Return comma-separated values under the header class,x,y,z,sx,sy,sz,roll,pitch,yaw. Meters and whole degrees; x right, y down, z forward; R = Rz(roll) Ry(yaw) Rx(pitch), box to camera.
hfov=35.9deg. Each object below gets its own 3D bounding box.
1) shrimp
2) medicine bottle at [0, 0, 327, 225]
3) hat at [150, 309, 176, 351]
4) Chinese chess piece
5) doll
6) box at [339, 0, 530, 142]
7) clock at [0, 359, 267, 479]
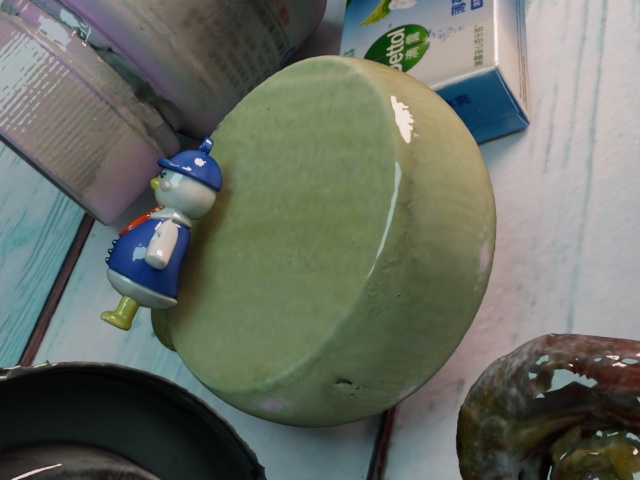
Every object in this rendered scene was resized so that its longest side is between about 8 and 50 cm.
class,x,y,z,sx,sy,sz,roll,pitch,yaw
shrimp,0.222,0.095,0.450,0.343,0.116,0.145,-6,76,31
medicine bottle,-0.169,-0.187,0.896,0.302,0.241,0.241,-49,41,-8
hat,-0.099,0.014,0.803,0.146,0.067,0.146,-21,45,22
Chinese chess piece,0.000,0.000,0.666,0.250,0.101,0.250,-23,56,40
doll,-0.105,-0.005,0.669,0.142,0.058,0.099,-64,12,-4
box,0.091,-0.162,0.802,0.139,0.073,0.194,-16,47,26
clock,-0.139,0.211,0.483,0.061,0.312,0.312,-3,54,43
